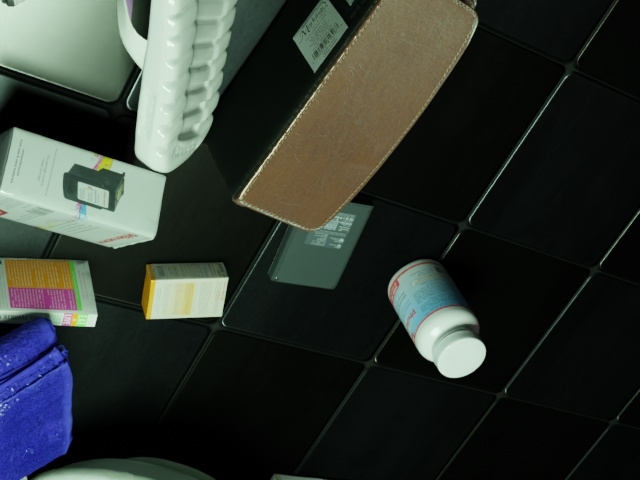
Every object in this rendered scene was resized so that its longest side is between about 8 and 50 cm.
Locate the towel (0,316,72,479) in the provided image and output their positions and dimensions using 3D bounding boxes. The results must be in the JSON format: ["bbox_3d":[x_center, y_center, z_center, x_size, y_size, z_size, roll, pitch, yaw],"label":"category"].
[{"bbox_3d":[-0.405,0.236,1.205,0.308,0.076,0.228,-29,143,-34],"label":"towel"}]

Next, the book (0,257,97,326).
[{"bbox_3d":[-0.335,0.059,1.278,0.144,0.096,0.035,5,123,-24],"label":"book"}]

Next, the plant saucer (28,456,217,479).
[{"bbox_3d":[-0.208,0.392,1.511,0.400,0.100,0.400,12,141,10],"label":"plant saucer"}]

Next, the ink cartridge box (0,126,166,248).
[{"bbox_3d":[-0.273,-0.052,1.194,0.175,0.127,0.072,17,75,-31],"label":"ink cartridge box"}]

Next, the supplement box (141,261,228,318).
[{"bbox_3d":[-0.168,0.062,1.384,0.098,0.036,0.062,0,125,-21],"label":"supplement box"}]

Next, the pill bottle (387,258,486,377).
[{"bbox_3d":[0.154,0.102,1.459,0.087,0.160,0.087,-10,128,-14],"label":"pill bottle"}]

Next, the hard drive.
[{"bbox_3d":[0.000,0.000,1.412,0.094,0.022,0.135,9,121,-27],"label":"hard drive"}]

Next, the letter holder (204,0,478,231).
[{"bbox_3d":[0.049,-0.161,1.229,0.214,0.152,0.302,23,114,-35],"label":"letter holder"}]

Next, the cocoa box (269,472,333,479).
[{"bbox_3d":[0.057,0.528,1.697,0.347,0.228,0.231,14,119,-29],"label":"cocoa box"}]

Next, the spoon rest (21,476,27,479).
[{"bbox_3d":[-0.428,0.238,1.368,0.084,0.137,0.276,-24,123,-26],"label":"spoon rest"}]

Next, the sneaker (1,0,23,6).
[{"bbox_3d":[-0.261,-0.332,1.030,0.106,0.078,0.234,-12,132,-16],"label":"sneaker"}]

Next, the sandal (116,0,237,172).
[{"bbox_3d":[-0.150,-0.252,1.108,0.102,0.169,0.416,23,123,12],"label":"sandal"}]
